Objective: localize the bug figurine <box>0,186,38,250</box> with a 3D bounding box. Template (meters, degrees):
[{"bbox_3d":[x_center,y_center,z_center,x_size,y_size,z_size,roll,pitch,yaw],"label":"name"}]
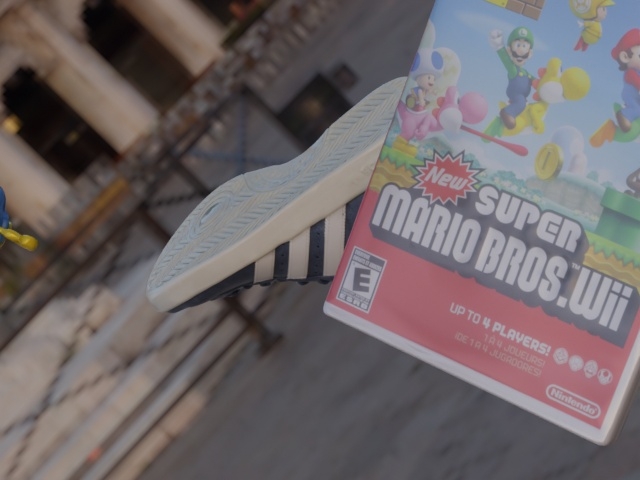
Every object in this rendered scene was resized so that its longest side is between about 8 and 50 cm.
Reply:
[{"bbox_3d":[-0.276,0.040,0.914,0.279,0.216,0.072,-61,-7,-14],"label":"bug figurine"}]

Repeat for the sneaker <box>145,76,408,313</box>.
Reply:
[{"bbox_3d":[0.000,0.000,1.740,0.350,0.148,0.131,-29,30,31],"label":"sneaker"}]

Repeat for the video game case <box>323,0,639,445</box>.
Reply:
[{"bbox_3d":[0.136,-0.047,1.167,0.025,0.204,0.285,-4,-64,-64],"label":"video game case"}]
